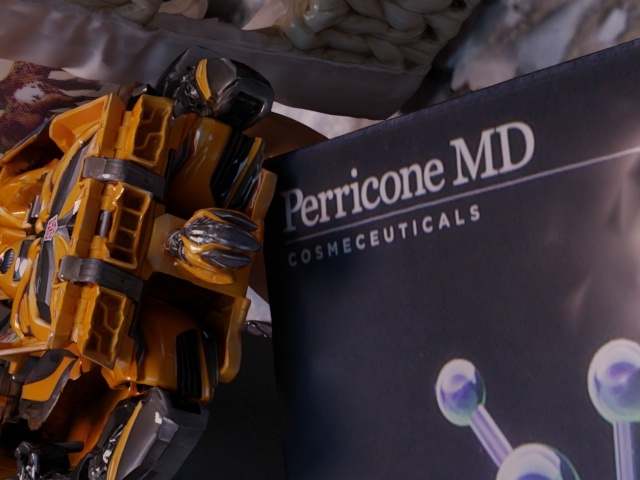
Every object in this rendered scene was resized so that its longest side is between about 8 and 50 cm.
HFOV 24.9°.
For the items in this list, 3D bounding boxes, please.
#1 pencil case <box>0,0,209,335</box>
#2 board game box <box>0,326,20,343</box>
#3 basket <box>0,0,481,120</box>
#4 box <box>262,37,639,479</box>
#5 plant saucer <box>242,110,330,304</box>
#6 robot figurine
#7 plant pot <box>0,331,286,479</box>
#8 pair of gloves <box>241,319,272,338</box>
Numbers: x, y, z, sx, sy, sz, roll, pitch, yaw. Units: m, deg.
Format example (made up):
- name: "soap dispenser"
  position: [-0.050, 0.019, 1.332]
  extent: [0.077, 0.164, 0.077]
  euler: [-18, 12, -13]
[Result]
- name: "pencil case"
  position: [-0.224, -0.060, 0.977]
  extent: [0.410, 0.183, 0.160]
  euler: [-55, 25, 28]
- name: "board game box"
  position: [-0.157, 0.089, 0.948]
  extent: [0.154, 0.103, 0.026]
  euler: [-32, 24, 40]
- name: "basket"
  position: [-0.061, -0.270, 0.704]
  extent: [0.266, 0.328, 0.331]
  euler: [-46, 58, 31]
- name: "box"
  position: [0.164, 0.134, 0.545]
  extent: [0.293, 0.212, 0.395]
  euler: [-15, 77, 44]
- name: "plant saucer"
  position: [0.000, 0.000, 0.759]
  extent: [0.200, 0.200, 0.037]
  euler: [22, 63, 43]
- name: "robot figurine"
  position: [-0.115, 0.026, 0.642]
  extent: [0.291, 0.085, 0.211]
  euler: [-24, 52, 57]
- name: "plant pot"
  position: [-0.063, 0.185, 0.762]
  extent: [0.248, 0.247, 0.252]
  euler: [-31, 57, 40]
- name: "pair of gloves"
  position: [-0.039, 0.091, 0.887]
  extent: [0.074, 0.010, 0.083]
  euler: [17, 99, 38]
